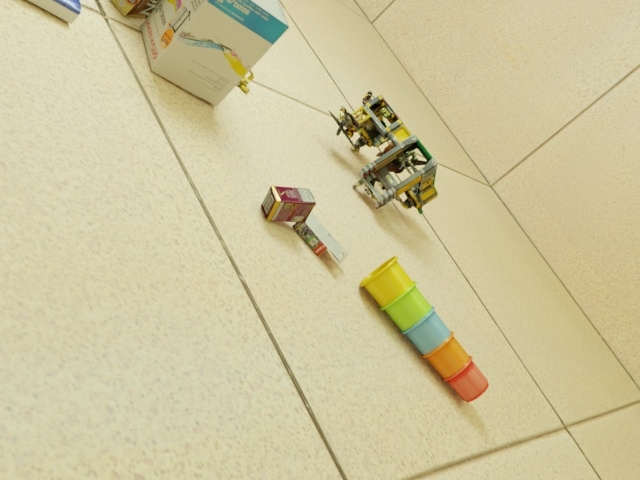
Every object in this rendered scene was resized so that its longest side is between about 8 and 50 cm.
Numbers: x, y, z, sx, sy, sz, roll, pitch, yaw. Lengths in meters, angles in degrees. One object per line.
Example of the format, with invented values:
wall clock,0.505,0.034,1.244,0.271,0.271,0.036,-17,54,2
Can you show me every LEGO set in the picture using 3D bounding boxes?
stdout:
LEGO set,0.142,-0.194,1.917,0.331,0.192,0.255,56,-6,9

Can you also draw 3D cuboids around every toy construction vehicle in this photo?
toy construction vehicle,-0.192,-0.389,1.730,0.098,0.035,0.085,38,25,-24

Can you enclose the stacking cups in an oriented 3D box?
stacking cups,0.209,0.181,1.501,0.316,0.096,0.096,52,23,-3

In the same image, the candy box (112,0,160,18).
candy box,-0.321,-0.525,1.520,0.053,0.187,0.109,53,22,0

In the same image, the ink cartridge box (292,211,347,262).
ink cartridge box,0.000,0.000,1.471,0.115,0.029,0.063,49,23,-1

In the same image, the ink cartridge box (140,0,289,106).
ink cartridge box,-0.213,-0.423,1.493,0.168,0.233,0.171,24,33,-41

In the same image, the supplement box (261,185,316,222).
supplement box,-0.059,-0.067,1.404,0.083,0.055,0.043,3,46,-31

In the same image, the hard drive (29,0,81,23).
hard drive,-0.558,-0.505,1.253,0.319,0.040,0.210,23,34,-46
